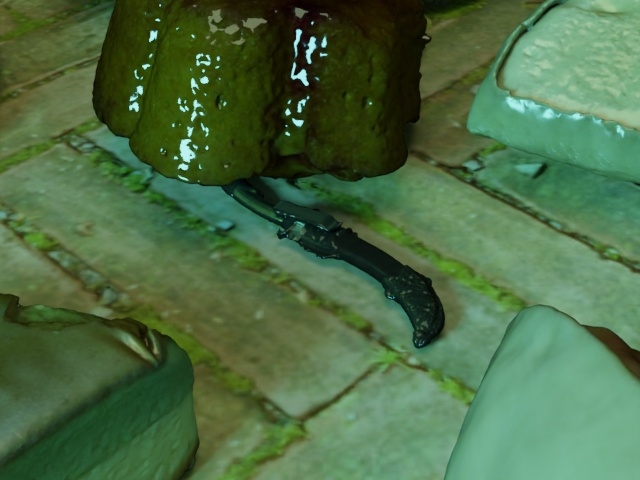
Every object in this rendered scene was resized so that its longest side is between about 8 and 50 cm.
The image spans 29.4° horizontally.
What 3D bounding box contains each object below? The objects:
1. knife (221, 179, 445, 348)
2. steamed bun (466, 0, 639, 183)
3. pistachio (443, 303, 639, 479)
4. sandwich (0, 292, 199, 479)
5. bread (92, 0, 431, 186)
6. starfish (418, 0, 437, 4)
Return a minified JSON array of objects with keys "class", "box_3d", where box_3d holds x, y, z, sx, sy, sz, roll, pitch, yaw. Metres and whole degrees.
[{"class":"knife","box_3d":[0.005,-0.002,0.767,0.045,0.021,0.222,-28,45,-27]},{"class":"steamed bun","box_3d":[0.240,-0.114,0.839,0.231,0.110,0.212,16,57,17]},{"class":"pistachio","box_3d":[0.128,0.135,0.447,0.187,0.187,0.299,-1,33,-1]},{"class":"sandwich","box_3d":[-0.173,0.116,0.542,0.220,0.108,0.186,3,37,0]},{"class":"bread","box_3d":[-0.036,-0.129,0.844,0.232,0.135,0.247,-2,31,-23]},{"class":"starfish","box_3d":[0.049,-0.217,1.039,0.240,0.043,0.227,-15,40,-23]}]
